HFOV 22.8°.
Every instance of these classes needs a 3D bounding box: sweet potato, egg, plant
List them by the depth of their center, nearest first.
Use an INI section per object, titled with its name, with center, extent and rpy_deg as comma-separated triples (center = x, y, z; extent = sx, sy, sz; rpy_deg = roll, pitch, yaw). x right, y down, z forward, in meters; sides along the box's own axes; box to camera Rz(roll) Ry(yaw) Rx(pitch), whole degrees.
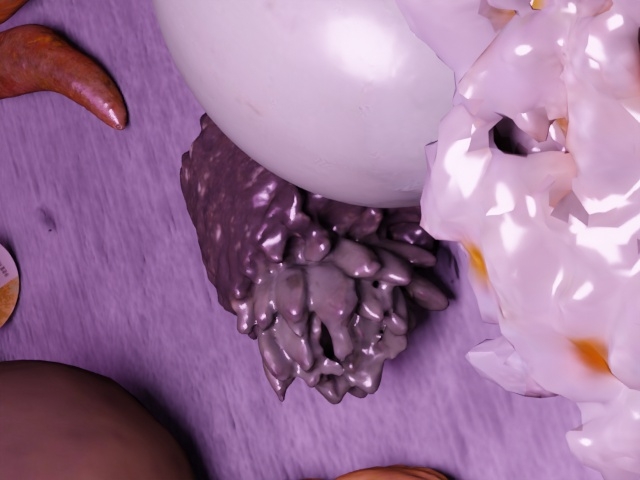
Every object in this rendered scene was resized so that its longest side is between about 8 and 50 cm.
[egg]
center = 0.017, -0.131, 0.853
extent = 0.283, 0.203, 0.203
rpy_deg = 43, 127, 39
[plant]
center = 0.000, 0.000, 0.959
extent = 0.194, 0.132, 0.129
rpy_deg = 61, 141, 34
[sweet potato]
center = -0.241, -0.141, 1.316
extent = 0.255, 0.058, 0.078
rpy_deg = 14, 122, 49

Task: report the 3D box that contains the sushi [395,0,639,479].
[sushi]
center = 0.197, -0.083, 0.477
extent = 0.176, 0.417, 0.417
rpy_deg = -3, 93, 47

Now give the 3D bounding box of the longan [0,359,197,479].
[longan]
center = -0.232, 0.289, 1.138
extent = 0.336, 0.404, 0.404
rpy_deg = 7, 104, 15

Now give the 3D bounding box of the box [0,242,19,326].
[box]
center = -0.321, 0.040, 1.404
extent = 0.037, 0.105, 0.105
rpy_deg = 22, 113, 57

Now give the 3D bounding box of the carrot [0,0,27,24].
[carrot]
center = -0.230, -0.279, 1.223
extent = 0.302, 0.139, 0.138
rpy_deg = -42, 62, 58

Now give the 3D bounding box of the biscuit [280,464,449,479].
[biscuit]
center = 0.057, 0.291, 0.985
extent = 0.351, 0.057, 0.312
rpy_deg = -25, 76, 53
